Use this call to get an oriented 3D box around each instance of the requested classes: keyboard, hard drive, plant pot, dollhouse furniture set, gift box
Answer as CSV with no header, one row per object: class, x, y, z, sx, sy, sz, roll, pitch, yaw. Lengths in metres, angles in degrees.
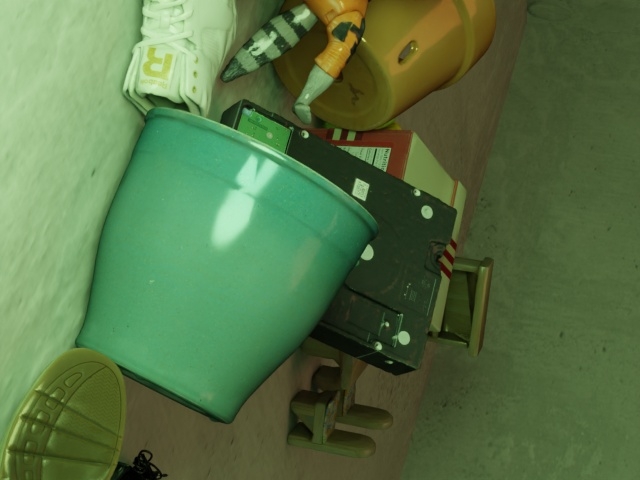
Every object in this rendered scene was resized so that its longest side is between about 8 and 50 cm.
keyboard,-0.223,0.295,1.757,0.100,0.038,0.192,-52,159,-14
hard drive,0.000,0.000,1.891,0.064,0.339,0.237,-24,-134,55
plant pot,-0.115,0.041,1.562,0.255,0.271,0.271,-64,163,-9
plant pot,0.065,-0.288,2.056,0.203,0.291,0.291,-51,152,-32
dollhouse furniture set,0.131,0.142,2.589,0.394,0.256,0.362,-42,139,-69
gift box,0.045,-0.020,2.173,0.258,0.276,0.255,42,60,-56

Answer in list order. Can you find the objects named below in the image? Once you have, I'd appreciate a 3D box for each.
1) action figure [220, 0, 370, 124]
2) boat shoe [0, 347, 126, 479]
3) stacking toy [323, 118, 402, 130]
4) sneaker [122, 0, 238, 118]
action figure,-0.012,-0.345,1.807,0.330,0.341,0.178,-44,178,-25
boat shoe,-0.268,0.244,1.404,0.098,0.109,0.302,-24,-134,57
stacking toy,0.063,-0.188,2.371,0.166,0.175,0.302,-57,141,-65
sneaker,-0.145,-0.231,1.536,0.292,0.108,0.169,79,21,-58
